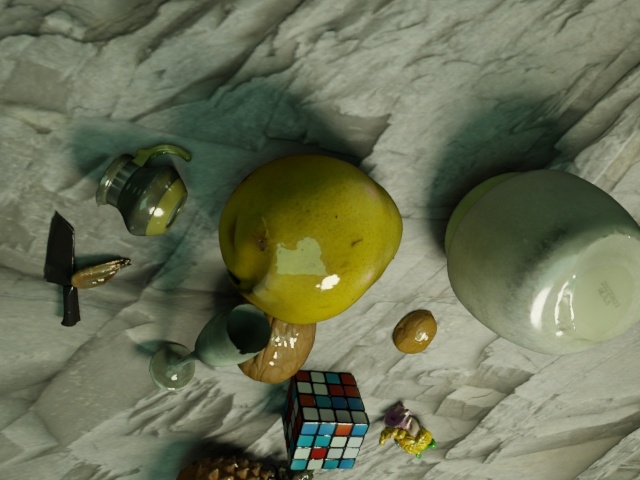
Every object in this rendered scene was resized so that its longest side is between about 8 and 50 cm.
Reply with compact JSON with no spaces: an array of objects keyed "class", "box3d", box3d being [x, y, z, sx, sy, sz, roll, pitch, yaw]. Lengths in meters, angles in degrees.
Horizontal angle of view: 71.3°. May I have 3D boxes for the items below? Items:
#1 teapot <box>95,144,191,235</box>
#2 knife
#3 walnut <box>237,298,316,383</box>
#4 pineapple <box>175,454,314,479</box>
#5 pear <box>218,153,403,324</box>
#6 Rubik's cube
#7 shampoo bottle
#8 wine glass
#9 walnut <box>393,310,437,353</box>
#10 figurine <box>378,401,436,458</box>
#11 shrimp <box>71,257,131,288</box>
[{"class":"teapot","box3d":[-0.285,-0.090,0.743,0.119,0.130,0.166,30,74,-8]},{"class":"knife","box3d":[-0.477,0.056,0.821,0.060,0.028,0.231,10,112,-3]},{"class":"walnut","box3d":[-0.093,0.182,0.885,0.167,0.167,0.207,7,116,-15]},{"class":"pineapple","box3d":[-0.159,0.622,1.080,0.357,0.223,0.223,9,115,-35]},{"class":"pear","box3d":[0.002,-0.004,0.751,0.336,0.285,0.285,-7,117,-15]},{"class":"Rubik's cube","box3d":[0.005,0.408,1.020,0.154,0.155,0.151,7,114,-15]},{"class":"shampoo bottle","box3d":[0.405,0.037,0.829,0.322,0.317,0.323,-4,118,-8]},{"class":"wine glass","box3d":[-0.273,0.157,0.787,0.264,0.096,0.309,35,137,-23]},{"class":"walnut","box3d":[0.223,0.220,1.031,0.091,0.052,0.121,29,105,-20]},{"class":"figurine","box3d":[0.221,0.509,1.148,0.115,0.095,0.156,-43,113,-2]},{"class":"shrimp","box3d":[-0.407,0.063,0.835,0.108,0.023,0.059,-17,144,-20]}]
